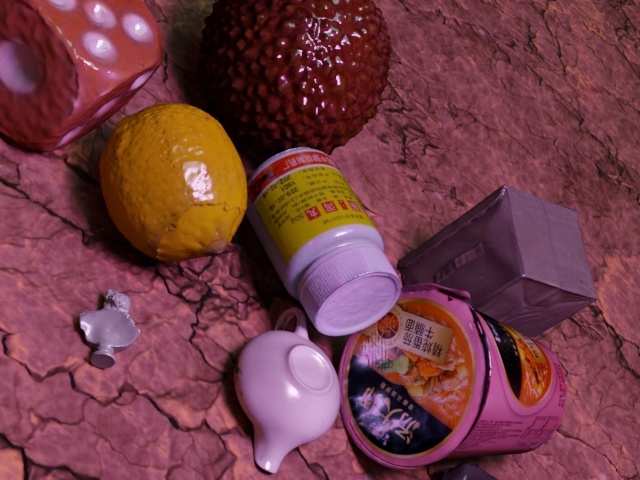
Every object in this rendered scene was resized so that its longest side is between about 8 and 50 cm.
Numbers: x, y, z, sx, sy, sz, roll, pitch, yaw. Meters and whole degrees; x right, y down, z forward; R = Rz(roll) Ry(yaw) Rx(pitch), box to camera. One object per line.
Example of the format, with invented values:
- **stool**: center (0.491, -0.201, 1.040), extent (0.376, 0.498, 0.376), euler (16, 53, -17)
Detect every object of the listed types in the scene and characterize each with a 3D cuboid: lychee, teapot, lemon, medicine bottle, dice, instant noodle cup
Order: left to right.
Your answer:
- **dice**: center (-0.309, -0.225, 1.577), extent (0.175, 0.174, 0.179), euler (50, 35, -2)
- **lemon**: center (-0.176, -0.070, 1.585), extent (0.180, 0.180, 0.193), euler (-24, 101, -50)
- **teapot**: center (-0.037, 0.168, 1.613), extent (0.145, 0.092, 0.226), euler (31, 40, -25)
- **lychee**: center (-0.030, -0.247, 1.793), extent (0.276, 0.304, 0.275), euler (1, 78, -6)
- **medicine bottle**: center (0.000, 0.000, 1.692), extent (0.139, 0.139, 0.225), euler (7, 41, -41)
- **instant noodle cup**: center (0.189, 0.189, 1.727), extent (0.255, 0.244, 0.244), euler (15, 51, -48)

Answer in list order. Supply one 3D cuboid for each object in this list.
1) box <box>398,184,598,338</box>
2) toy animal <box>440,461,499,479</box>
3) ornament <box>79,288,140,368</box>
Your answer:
- **box**: center (0.242, 0.054, 1.852), extent (0.155, 0.231, 0.149), euler (18, 51, -34)
- **toy animal**: center (0.210, 0.391, 1.682), extent (0.146, 0.114, 0.245), euler (28, 23, -36)
- **ornament**: center (-0.239, 0.098, 1.502), extent (0.068, 0.041, 0.092), euler (32, 51, 10)
